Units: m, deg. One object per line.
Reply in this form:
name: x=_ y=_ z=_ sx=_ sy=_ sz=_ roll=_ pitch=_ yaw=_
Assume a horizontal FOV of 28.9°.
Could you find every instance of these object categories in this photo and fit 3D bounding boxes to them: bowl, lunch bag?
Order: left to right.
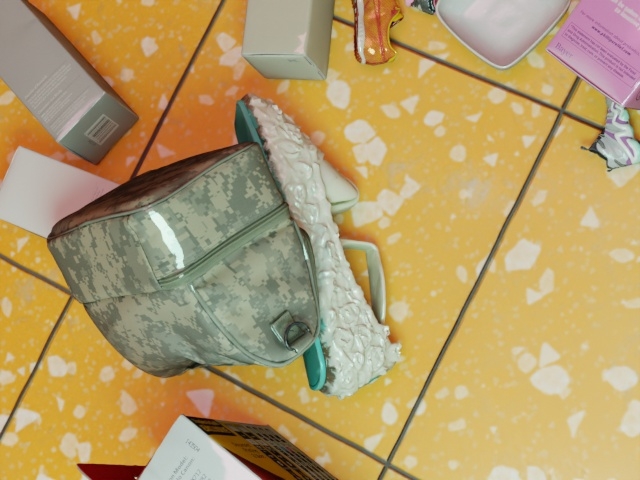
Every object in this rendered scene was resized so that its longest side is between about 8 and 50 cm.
lunch bag: x=-0.156 y=0.043 z=1.499 sx=0.305 sy=0.212 sz=0.256 roll=-11 pitch=108 yaw=52
bowl: x=0.236 y=-0.298 z=1.600 sx=0.142 sy=0.053 sz=0.142 roll=-45 pitch=73 yaw=3

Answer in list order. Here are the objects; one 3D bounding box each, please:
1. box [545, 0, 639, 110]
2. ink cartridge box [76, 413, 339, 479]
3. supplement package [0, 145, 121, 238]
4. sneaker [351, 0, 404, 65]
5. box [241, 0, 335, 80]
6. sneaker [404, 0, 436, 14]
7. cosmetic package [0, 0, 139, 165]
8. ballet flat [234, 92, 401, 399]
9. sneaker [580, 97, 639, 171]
box: x=0.404 y=-0.278 z=1.436 sx=0.117 sy=0.213 sz=0.243 roll=41 pitch=109 yaw=18
ink cartridge box: x=-0.094 y=0.297 z=1.444 sx=0.272 sy=0.309 sz=0.130 roll=36 pitch=90 yaw=18
supplement package: x=-0.334 y=-0.043 z=1.682 sx=0.179 sy=0.105 sz=0.105 roll=21 pitch=86 yaw=17
sneaker: x=0.076 y=-0.317 z=1.653 sx=0.067 sy=0.064 sz=0.175 roll=-1 pitch=84 yaw=-5
box: x=-0.033 y=-0.360 z=1.657 sx=0.094 sy=0.113 sz=0.275 roll=4 pitch=80 yaw=17
sneaker: x=0.162 y=-0.350 z=1.639 sx=0.057 sy=0.047 sz=0.119 roll=33 pitch=97 yaw=12
cosmetic package: x=-0.375 y=-0.230 z=1.718 sx=0.107 sy=0.127 sz=0.238 roll=-47 pitch=70 yaw=2
ballet flat: x=0.000 y=0.000 z=1.588 sx=0.147 sy=0.147 sz=0.409 roll=-19 pitch=78 yaw=11
sneaker: x=0.354 y=-0.133 z=1.544 sx=0.069 sy=0.038 sz=0.098 roll=-21 pitch=75 yaw=10
